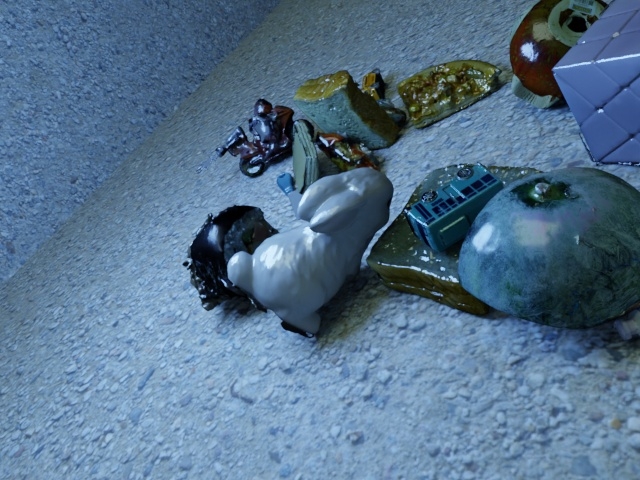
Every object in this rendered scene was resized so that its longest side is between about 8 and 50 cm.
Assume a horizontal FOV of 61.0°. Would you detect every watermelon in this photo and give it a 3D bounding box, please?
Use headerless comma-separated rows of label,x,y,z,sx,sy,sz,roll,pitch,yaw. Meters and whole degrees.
watermelon,0.370,-0.005,0.787,0.321,0.175,0.188,-29,21,-5

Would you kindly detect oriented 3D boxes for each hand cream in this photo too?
hand cream,0.476,0.099,0.739,0.142,0.053,0.084,-20,35,5

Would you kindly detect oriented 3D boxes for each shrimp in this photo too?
shrimp,0.171,-0.374,1.597,0.233,0.079,0.090,32,109,61

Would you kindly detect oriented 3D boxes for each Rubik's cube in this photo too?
Rubik's cube,0.584,-0.284,0.929,0.224,0.231,0.221,-45,24,-14

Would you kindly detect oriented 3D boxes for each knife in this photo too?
knife,-0.076,-0.132,1.562,0.058,0.032,0.244,-28,37,-3

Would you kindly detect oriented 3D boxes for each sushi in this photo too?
sushi,0.081,-0.227,1.468,0.103,0.097,0.226,-34,55,-21
sushi,-0.222,0.037,1.313,0.238,0.225,0.218,-20,6,-42

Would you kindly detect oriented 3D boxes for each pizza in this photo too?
pizza,0.346,-0.442,1.517,0.257,0.087,0.268,-24,32,12

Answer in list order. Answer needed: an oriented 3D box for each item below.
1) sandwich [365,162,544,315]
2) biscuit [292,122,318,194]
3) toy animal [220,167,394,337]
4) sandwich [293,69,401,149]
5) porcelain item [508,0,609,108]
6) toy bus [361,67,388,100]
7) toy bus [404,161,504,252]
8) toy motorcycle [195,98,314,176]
sandwich,0.258,-0.022,1.041,0.271,0.099,0.301,14,59,46
biscuit,-0.042,-0.223,1.535,0.052,0.150,0.252,-2,32,-9
toy animal,0.000,0.000,1.092,0.357,0.257,0.194,-55,40,12
sandwich,0.064,-0.345,1.492,0.226,0.251,0.087,11,69,48
porcelain item,0.538,-0.416,1.224,0.252,0.253,0.253,-24,34,18
toy bus,0.169,-0.484,1.738,0.074,0.070,0.162,-20,34,24
toy bus,0.236,-0.053,0.942,0.160,0.079,0.092,-32,39,0
toy motorcycle,-0.225,-0.321,1.781,0.401,0.207,0.134,-31,4,15
